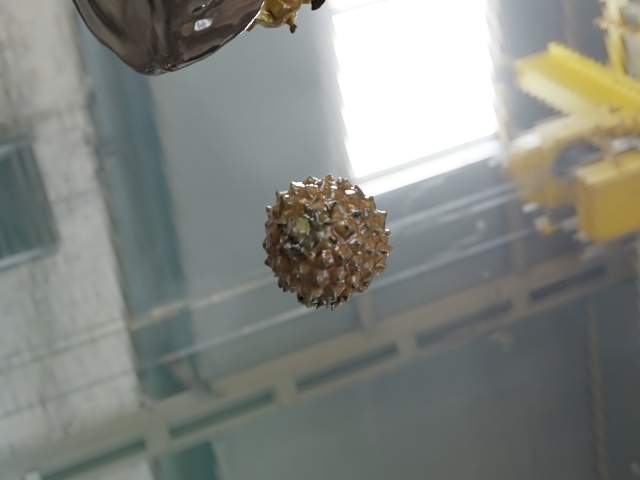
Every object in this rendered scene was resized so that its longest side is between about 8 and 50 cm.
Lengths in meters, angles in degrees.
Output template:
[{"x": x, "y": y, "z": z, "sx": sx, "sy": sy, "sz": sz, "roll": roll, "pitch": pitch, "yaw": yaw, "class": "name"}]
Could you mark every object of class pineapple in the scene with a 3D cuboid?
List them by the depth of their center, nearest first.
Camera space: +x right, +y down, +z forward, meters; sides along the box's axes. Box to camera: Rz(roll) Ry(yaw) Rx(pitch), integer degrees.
[{"x": 0.000, "y": 0.000, "z": 2.384, "sx": 0.166, "sy": 0.166, "sz": 0.193, "roll": 64, "pitch": 15, "yaw": 18, "class": "pineapple"}]

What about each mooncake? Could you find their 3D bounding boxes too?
[{"x": -0.185, "y": -0.332, "z": 2.193, "sx": 0.306, "sy": 0.154, "sz": 0.306, "roll": 44, "pitch": -28, "yaw": 31, "class": "mooncake"}]

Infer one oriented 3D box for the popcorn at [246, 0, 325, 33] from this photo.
[{"x": -0.057, "y": -0.395, "z": 2.638, "sx": 0.190, "sy": 0.191, "sz": 0.254, "roll": -21, "pitch": -129, "yaw": 47, "class": "popcorn"}]
